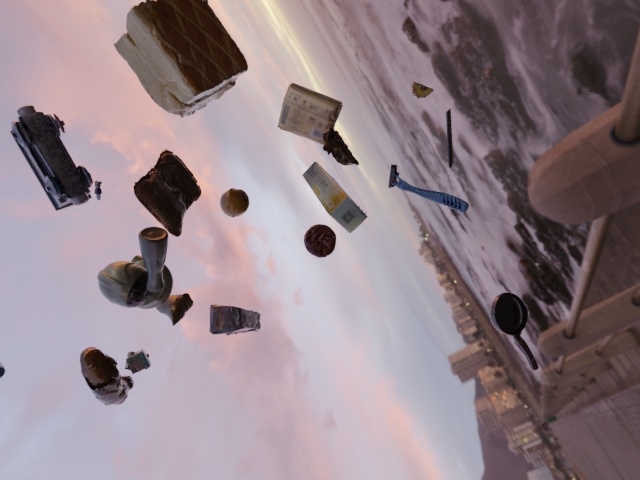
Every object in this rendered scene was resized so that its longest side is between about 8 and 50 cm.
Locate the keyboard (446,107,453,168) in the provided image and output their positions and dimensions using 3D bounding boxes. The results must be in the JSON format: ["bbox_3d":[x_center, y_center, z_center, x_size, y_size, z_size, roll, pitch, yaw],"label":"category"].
[{"bbox_3d":[0.451,-0.355,1.465,0.063,0.010,0.197,-44,-50,-53],"label":"keyboard"}]

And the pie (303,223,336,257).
[{"bbox_3d":[0.000,0.000,1.848,0.154,0.155,0.036,61,175,8],"label":"pie"}]

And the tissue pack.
[{"bbox_3d":[-0.044,-0.487,1.629,0.222,0.186,0.090,23,-153,6],"label":"tissue pack"}]

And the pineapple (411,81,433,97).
[{"bbox_3d":[0.322,-0.479,1.350,0.083,0.045,0.019,5,-142,-27],"label":"pineapple"}]

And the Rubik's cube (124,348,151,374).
[{"bbox_3d":[-0.640,0.421,1.471,0.073,0.084,0.075,178,83,-74],"label":"Rubik's cube"}]

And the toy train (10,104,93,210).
[{"bbox_3d":[-0.786,-0.232,1.229,0.131,0.202,0.299,-31,-77,-34],"label":"toy train"}]

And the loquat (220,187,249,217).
[{"bbox_3d":[-0.391,-0.172,1.912,0.141,0.141,0.141,55,-167,-19],"label":"loquat"}]

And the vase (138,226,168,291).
[{"bbox_3d":[-0.527,0.066,1.336,0.086,0.086,0.214,-102,20,-56],"label":"vase"}]

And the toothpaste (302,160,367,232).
[{"bbox_3d":[0.031,-0.129,1.147,0.089,0.071,0.313,39,-169,-29],"label":"toothpaste"}]

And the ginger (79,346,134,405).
[{"bbox_3d":[-0.709,0.471,1.403,0.133,0.107,0.309,55,155,36],"label":"ginger"}]

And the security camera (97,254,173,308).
[{"bbox_3d":[-0.678,0.156,1.536,0.191,0.196,0.277,26,176,8],"label":"security camera"}]

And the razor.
[{"bbox_3d":[0.302,-0.138,1.208,0.253,0.042,0.081,28,137,27],"label":"razor"}]

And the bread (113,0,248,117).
[{"bbox_3d":[-0.551,-0.748,1.708,0.390,0.279,0.371,56,-136,-18],"label":"bread"}]

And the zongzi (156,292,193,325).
[{"bbox_3d":[-0.640,0.295,1.726,0.178,0.189,0.081,-74,-26,-58],"label":"zongzi"}]

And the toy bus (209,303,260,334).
[{"bbox_3d":[-0.320,0.305,1.609,0.317,0.138,0.112,61,-154,-77],"label":"toy bus"}]

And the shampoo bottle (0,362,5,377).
[{"bbox_3d":[-0.809,0.271,0.955,0.183,0.087,0.050,91,-158,-59],"label":"shampoo bottle"}]

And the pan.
[{"bbox_3d":[0.522,0.242,1.123,0.212,0.115,0.040,69,159,9],"label":"pan"}]

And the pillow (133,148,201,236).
[{"bbox_3d":[-0.320,-0.108,0.897,0.135,0.034,0.211,53,-158,-29],"label":"pillow"}]

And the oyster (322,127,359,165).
[{"bbox_3d":[0.054,-0.245,1.102,0.132,0.029,0.086,10,-102,-43],"label":"oyster"}]

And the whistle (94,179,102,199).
[{"bbox_3d":[-0.924,-0.209,1.751,0.029,0.033,0.083,-80,-3,-71],"label":"whistle"}]
